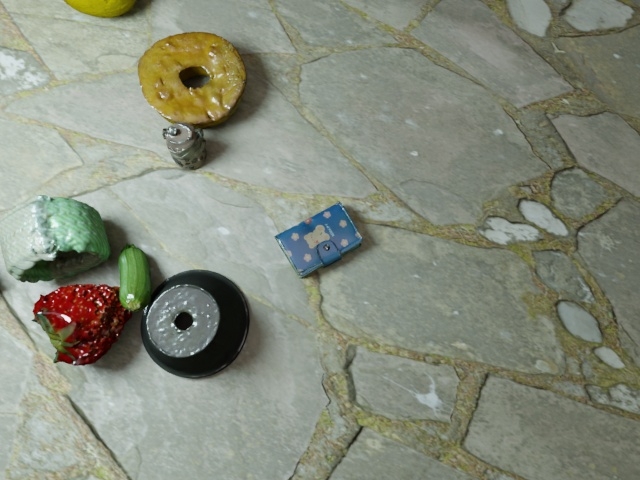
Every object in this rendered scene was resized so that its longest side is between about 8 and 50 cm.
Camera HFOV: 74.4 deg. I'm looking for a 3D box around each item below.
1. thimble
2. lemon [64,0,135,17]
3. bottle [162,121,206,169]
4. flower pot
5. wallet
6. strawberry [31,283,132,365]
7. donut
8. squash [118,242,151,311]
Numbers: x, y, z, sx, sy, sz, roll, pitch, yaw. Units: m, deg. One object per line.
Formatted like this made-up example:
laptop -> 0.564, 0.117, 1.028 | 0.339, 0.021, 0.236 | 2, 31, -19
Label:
thimble -> -0.607, -0.004, 0.967 | 0.219, 0.219, 0.150 | -20, 80, -10
lemon -> -0.615, -0.726, 1.120 | 0.254, 0.228, 0.228 | 28, 76, 1
bottle -> -0.346, -0.248, 1.081 | 0.099, 0.152, 0.098 | 2, 76, -7
flower pot -> -0.304, 0.192, 0.987 | 0.269, 0.166, 0.269 | 1, 80, -5
wallet -> 0.000, 0.000, 1.113 | 0.202, 0.059, 0.141 | -29, 84, -12
strawberry -> -0.533, 0.179, 0.970 | 0.187, 0.184, 0.201 | 47, 48, 9
donut -> -0.335, -0.420, 1.142 | 0.278, 0.108, 0.277 | 1, 77, -7
squash -> -0.441, 0.088, 1.003 | 0.068, 0.077, 0.219 | -40, 46, 9
